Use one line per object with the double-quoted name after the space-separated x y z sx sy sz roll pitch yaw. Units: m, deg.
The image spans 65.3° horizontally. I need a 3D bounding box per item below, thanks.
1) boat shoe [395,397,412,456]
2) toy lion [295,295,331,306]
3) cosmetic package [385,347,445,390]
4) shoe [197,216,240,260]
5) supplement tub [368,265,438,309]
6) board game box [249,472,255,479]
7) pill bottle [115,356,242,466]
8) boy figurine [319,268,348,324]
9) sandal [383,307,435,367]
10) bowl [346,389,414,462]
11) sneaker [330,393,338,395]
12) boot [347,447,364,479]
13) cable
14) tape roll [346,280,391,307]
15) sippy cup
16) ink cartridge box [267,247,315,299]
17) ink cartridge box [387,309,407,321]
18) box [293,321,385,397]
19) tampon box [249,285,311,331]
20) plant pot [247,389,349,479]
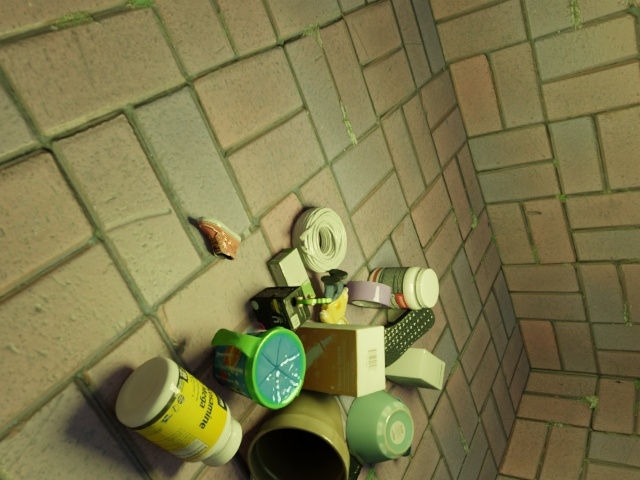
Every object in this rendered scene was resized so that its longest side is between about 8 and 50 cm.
0.343 0.861 2.293 0.089 0.109 0.258 0 70 -45 "boat shoe"
-0.018 0.197 1.628 0.100 0.096 0.034 3 83 -51 "toy lion"
0.417 0.586 2.294 0.224 0.224 0.138 39 57 -42 "cosmetic package"
-0.319 -0.003 1.555 0.178 0.063 0.081 39 52 -48 "shoe"
0.366 0.213 2.230 0.191 0.272 0.191 7 80 -51 "supplement tub"
-0.163 0.862 1.684 0.211 0.039 0.160 27 65 -48 "board game box"
-0.366 0.475 1.348 0.334 0.187 0.188 52 49 -35 "pill bottle"
0.054 0.259 1.932 0.177 0.092 0.285 -34 128 -47 "boy figurine"
0.321 0.435 2.225 0.445 0.107 0.168 -27 93 -24 "sandal"
0.274 0.784 2.093 0.311 0.163 0.312 9 76 -38 "bowl"
0.112 0.513 2.004 0.295 0.123 0.179 -4 79 -40 "sneaker"
0.083 0.927 1.941 0.246 0.094 0.207 54 44 -42 "boot"
0.000 0.000 1.940 0.257 0.089 0.257 55 47 -34 "cable"
0.199 0.229 2.085 0.189 0.189 0.080 26 67 -47 "tape roll"
-0.202 0.382 1.536 0.240 0.224 0.306 -25 105 -49 "sippy cup"
-0.103 0.143 1.814 0.109 0.062 0.209 -42 119 -45 "ink cartridge box"
0.441 0.354 2.420 0.231 0.134 0.078 8 79 -50 "ink cartridge box"
0.034 0.401 1.732 0.168 0.345 0.215 6 81 -51 "box"
-0.135 0.229 1.686 0.101 0.161 0.121 -34 111 -48 "tampon box"
-0.049 0.647 1.657 0.280 0.323 0.323 -65 138 -65 "plant pot"
